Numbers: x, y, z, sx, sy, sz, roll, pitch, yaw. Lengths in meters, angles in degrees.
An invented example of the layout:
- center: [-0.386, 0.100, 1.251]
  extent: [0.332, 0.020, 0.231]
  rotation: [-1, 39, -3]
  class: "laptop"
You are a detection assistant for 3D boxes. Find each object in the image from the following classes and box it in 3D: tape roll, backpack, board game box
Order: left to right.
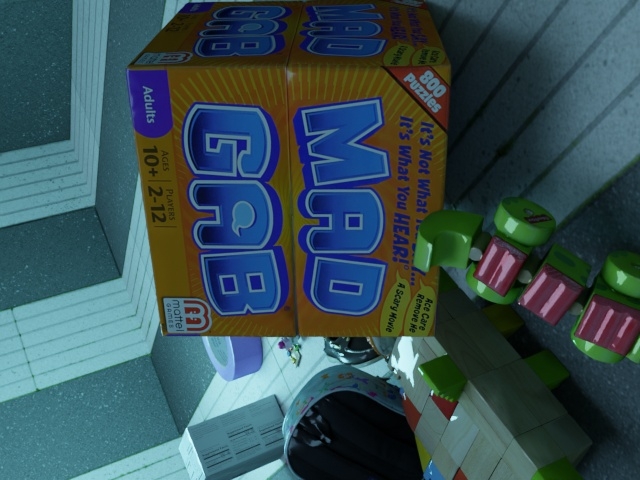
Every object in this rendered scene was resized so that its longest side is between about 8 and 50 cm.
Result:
- center: [-0.265, 0.262, 2.235]
  extent: [0.275, 0.090, 0.274]
  rotation: [42, 141, 47]
  class: "tape roll"
- center: [-0.027, -0.113, 1.062]
  extent: [0.356, 0.356, 0.356]
  rotation: [-85, -5, -62]
  class: "board game box"
- center: [0.063, 0.344, 1.383]
  extent: [0.225, 0.253, 0.191]
  rotation: [-59, 16, 13]
  class: "backpack"

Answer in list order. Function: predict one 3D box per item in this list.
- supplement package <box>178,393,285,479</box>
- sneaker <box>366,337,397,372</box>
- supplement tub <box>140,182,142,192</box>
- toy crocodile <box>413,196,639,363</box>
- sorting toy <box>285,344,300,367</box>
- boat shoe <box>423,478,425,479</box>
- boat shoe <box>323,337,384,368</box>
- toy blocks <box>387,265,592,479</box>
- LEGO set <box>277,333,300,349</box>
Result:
- center: [-0.238, 0.565, 2.154]
  extent: [0.145, 0.262, 0.204]
  rotation: [63, 153, 22]
  class: "supplement package"
- center: [0.147, 0.154, 1.294]
  extent: [0.099, 0.121, 0.262]
  rotation: [55, -179, 32]
  class: "sneaker"
- center: [-0.319, -0.082, 1.967]
  extent: [0.235, 0.235, 0.324]
  rotation: [-8, 97, 65]
  class: "supplement tub"
- center: [0.267, 0.053, 0.857]
  extent: [0.340, 0.105, 0.115]
  rotation: [27, 122, 12]
  class: "toy crocodile"
- center: [-0.069, 0.273, 1.929]
  extent: [0.062, 0.012, 0.083]
  rotation: [58, 151, 31]
  class: "sorting toy"
- center: [0.154, 0.466, 1.498]
  extent: [0.258, 0.089, 0.109]
  rotation: [50, 146, 40]
  class: "boat shoe"
- center: [0.060, 0.207, 1.545]
  extent: [0.228, 0.081, 0.068]
  rotation: [-11, 99, 67]
  class: "boat shoe"
- center: [0.215, 0.265, 1.127]
  extent: [0.381, 0.191, 0.261]
  rotation: [53, 146, 36]
  class: "toy blocks"
- center: [-0.159, 0.164, 1.937]
  extent: [0.287, 0.107, 0.132]
  rotation: [32, 132, 55]
  class: "LEGO set"
